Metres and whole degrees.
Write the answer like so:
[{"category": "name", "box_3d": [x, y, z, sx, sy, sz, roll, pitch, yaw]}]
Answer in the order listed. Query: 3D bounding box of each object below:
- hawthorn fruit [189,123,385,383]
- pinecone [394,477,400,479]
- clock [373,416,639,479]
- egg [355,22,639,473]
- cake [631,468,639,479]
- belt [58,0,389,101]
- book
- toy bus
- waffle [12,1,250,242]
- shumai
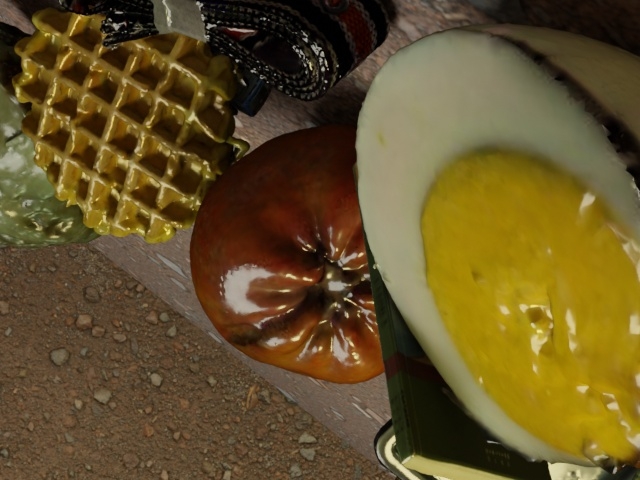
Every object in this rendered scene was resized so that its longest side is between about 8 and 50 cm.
[{"category": "hawthorn fruit", "box_3d": [0.000, 0.000, 1.082, 0.277, 0.277, 0.298, 44, -164, -23]}, {"category": "pinecone", "box_3d": [0.309, 0.406, 1.430, 0.384, 0.384, 0.384, 34, 164, 11]}, {"category": "clock", "box_3d": [0.245, 0.244, 1.231, 0.273, 0.279, 0.049, 41, -167, -10]}, {"category": "egg", "box_3d": [0.186, -0.014, 0.710, 0.337, 0.201, 0.337, 38, 142, 37]}, {"category": "cake", "box_3d": [0.503, 0.298, 1.193, 0.283, 0.172, 0.158, 6, -160, -47]}, {"category": "belt", "box_3d": [-0.102, -0.220, 0.908, 0.359, 0.094, 0.126, 22, 135, 34]}, {"category": "book", "box_3d": [0.116, 0.076, 0.883, 0.201, 0.289, 0.026, 22, 138, -40]}, {"category": "toy bus", "box_3d": [-0.126, -0.195, 1.154, 0.153, 0.051, 0.061, 30, 175, 23]}, {"category": "waffle", "box_3d": [-0.219, -0.139, 1.131, 0.329, 0.329, 0.062, 35, -152, 8]}, {"category": "shumai", "box_3d": [-0.383, -0.175, 1.373, 0.397, 0.324, 0.323, 33, 151, -27]}]
